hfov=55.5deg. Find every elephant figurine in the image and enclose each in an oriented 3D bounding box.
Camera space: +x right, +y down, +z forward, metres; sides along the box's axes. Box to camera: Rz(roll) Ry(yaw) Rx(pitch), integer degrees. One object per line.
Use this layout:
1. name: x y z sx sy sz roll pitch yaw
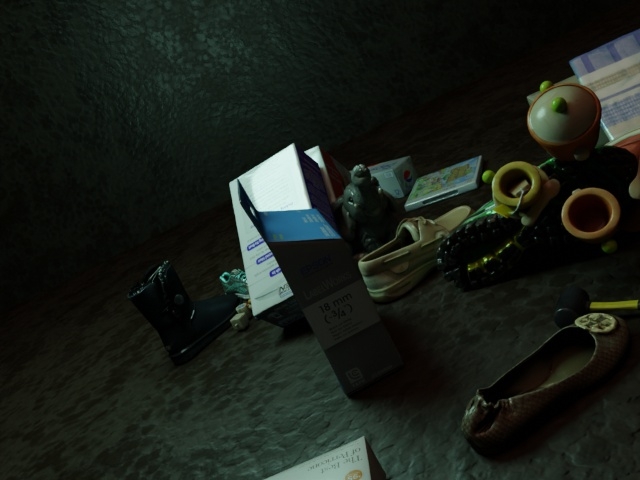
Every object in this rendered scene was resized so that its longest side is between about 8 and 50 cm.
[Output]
1. elephant figurine: 0.102 -0.063 1.290 0.186 0.239 0.169 -13 21 41

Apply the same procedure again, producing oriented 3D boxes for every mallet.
1. mallet: 0.385 0.086 0.755 0.190 0.039 0.062 -4 26 45

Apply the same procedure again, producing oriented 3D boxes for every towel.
1. towel: 0.661 -0.307 1.240 0.209 0.034 0.284 -22 59 17

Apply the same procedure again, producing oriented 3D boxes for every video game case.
1. video game case: 0.330 -0.153 1.606 0.194 0.023 0.212 -19 18 26

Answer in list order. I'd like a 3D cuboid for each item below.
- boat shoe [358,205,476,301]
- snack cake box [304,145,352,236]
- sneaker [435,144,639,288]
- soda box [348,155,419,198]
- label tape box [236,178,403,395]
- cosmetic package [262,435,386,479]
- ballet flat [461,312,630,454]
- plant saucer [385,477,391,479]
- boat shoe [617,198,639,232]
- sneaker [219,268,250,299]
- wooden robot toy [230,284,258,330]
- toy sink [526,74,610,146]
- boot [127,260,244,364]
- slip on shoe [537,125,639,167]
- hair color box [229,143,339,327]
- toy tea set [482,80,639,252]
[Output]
1. boat shoe: 0.199 0.001 1.192 0.302 0.098 0.109 -34 18 -25
2. snack cake box: 0.031 -0.106 1.479 0.089 0.152 0.264 -22 -21 18
3. sneaker: 0.347 -0.054 1.005 0.344 0.134 0.146 -31 8 31
4. soda box: 0.152 -0.169 1.817 0.286 0.091 0.098 -8 24 48
5. label tape box: -0.007 0.041 0.965 0.106 0.333 0.240 -28 16 -2
6. cosmetic package: -0.048 0.289 0.607 0.239 0.060 0.099 -26 17 6
7. ballet flat: 0.259 0.150 0.701 0.250 0.058 0.084 -31 17 -15
8. plant saucer: -0.015 0.339 0.579 0.278 0.041 0.278 -24 16 7
9. boat shoe: 0.549 -0.070 0.929 0.207 0.073 0.073 -30 -23 19
10. sneaker: -0.197 0.106 1.533 0.167 0.076 0.065 -13 22 39
11. wooden robot toy: -0.154 0.128 1.392 0.076 0.079 0.173 -8 24 48
12. toy sink: 0.621 -0.305 1.392 0.234 0.152 0.131 -24 16 14
13. boot: -0.299 0.130 1.382 0.094 0.207 0.246 -13 20 41
14. slip on shoe: 0.506 -0.108 1.056 0.332 0.123 0.101 -19 41 26
15. hair color box: -0.066 -0.013 1.265 0.185 0.110 0.338 -28 55 22
16. toy tea set: 0.380 -0.081 0.796 0.336 0.124 0.200 32 92 34
